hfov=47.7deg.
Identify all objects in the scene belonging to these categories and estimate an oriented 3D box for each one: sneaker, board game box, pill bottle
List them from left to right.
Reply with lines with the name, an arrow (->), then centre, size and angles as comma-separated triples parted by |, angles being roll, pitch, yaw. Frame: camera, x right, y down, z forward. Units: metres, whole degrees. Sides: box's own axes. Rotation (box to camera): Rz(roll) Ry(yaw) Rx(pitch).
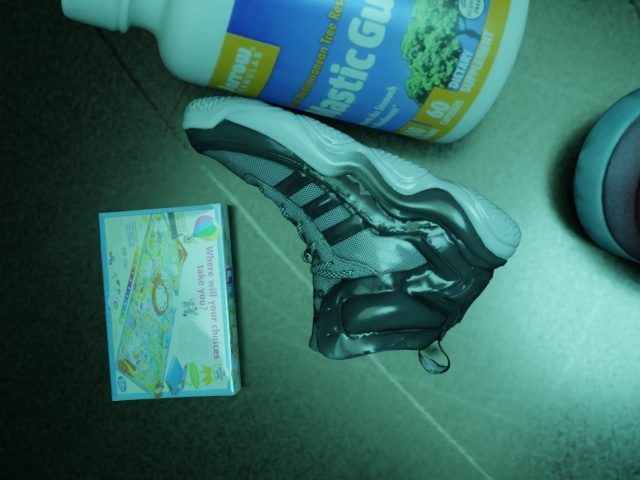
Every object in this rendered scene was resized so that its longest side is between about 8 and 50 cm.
board game box -> -0.123, 0.050, 0.594 | 0.103, 0.026, 0.154 | -4, 90, 8
pill bottle -> -0.018, -0.164, 0.473 | 0.272, 0.152, 0.152 | 10, 92, -16
sneaker -> 0.000, 0.000, 0.539 | 0.268, 0.101, 0.153 | 24, 91, 4

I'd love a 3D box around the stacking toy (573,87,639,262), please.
stacking toy -> 0.340, -0.087, 0.520 | 0.279, 0.130, 0.309 | 27, 97, -20
